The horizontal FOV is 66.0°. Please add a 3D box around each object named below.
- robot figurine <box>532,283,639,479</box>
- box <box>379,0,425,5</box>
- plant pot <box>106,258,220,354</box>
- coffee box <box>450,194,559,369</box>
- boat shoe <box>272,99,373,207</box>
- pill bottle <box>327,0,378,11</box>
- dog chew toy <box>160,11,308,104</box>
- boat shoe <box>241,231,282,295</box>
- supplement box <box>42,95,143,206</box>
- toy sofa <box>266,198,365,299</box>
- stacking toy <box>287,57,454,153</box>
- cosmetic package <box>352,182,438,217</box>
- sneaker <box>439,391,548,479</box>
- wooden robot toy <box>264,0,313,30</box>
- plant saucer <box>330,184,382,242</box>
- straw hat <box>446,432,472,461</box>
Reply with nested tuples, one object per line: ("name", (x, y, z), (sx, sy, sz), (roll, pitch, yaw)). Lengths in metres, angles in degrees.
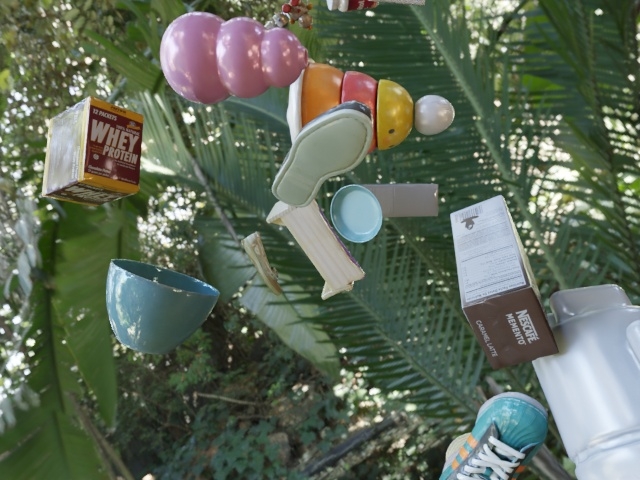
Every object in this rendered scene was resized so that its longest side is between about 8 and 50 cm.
("robot figurine", (0.440, 0.235, 0.709), (0.200, 0.353, 0.300), (-10, -39, 5))
("box", (0.203, -0.702, 1.244), (0.145, 0.186, 0.038), (1, 23, -10))
("plant pot", (-0.439, 0.187, 1.312), (0.290, 0.290, 0.195), (21, -92, -77))
("coffee box", (0.283, 0.058, 0.784), (0.098, 0.141, 0.246), (-21, 29, 23))
("boat shoe", (0.001, -0.120, 0.649), (0.228, 0.081, 0.068), (-36, 29, 57))
("pill bottle", (0.099, -0.754, 1.517), (0.152, 0.086, 0.086), (-12, -16, -9))
("dog chew toy", (-0.194, -0.423, 1.144), (0.332, 0.206, 0.206), (3, -5, 12))
("boat shoe", (-0.123, 0.055, 1.119), (0.048, 0.153, 0.056), (-32, 6, -8))
("supplement box", (-0.520, -0.194, 1.128), (0.194, 0.191, 0.129), (-9, -14, 38))
("toy sofa", (0.000, 0.000, 1.642), (0.177, 0.362, 0.150), (-29, 19, 21))
("stacking toy", (0.161, -0.387, 1.507), (0.480, 0.350, 0.350), (1, -5, 13))
("cosmetic package", (0.216, -0.119, 1.456), (0.238, 0.107, 0.127), (1, 6, -4))
("sneaker", (0.271, 0.373, 0.799), (0.121, 0.108, 0.302), (-45, -23, -49))
("wooden robot toy", (-0.056, -0.542, 1.197), (0.173, 0.079, 0.076), (-30, 18, 26))
("plant saucer", (0.076, -0.056, 1.002), (0.119, 0.119, 0.021), (-44, -11, 36))
("straw hat", (0.313, 0.444, 0.949), (0.144, 0.144, 0.061), (-39, 0, 20))
